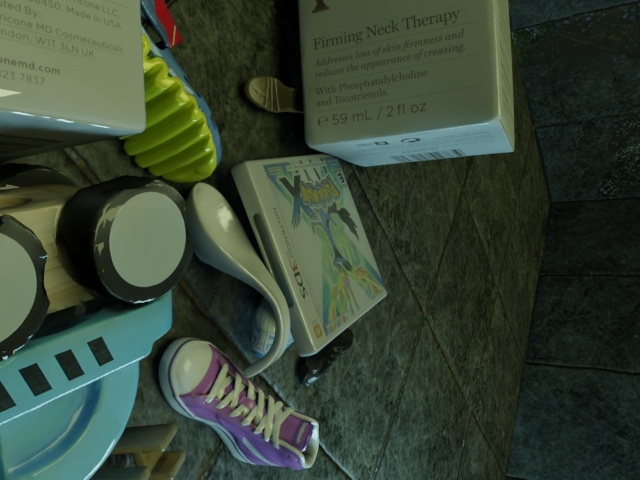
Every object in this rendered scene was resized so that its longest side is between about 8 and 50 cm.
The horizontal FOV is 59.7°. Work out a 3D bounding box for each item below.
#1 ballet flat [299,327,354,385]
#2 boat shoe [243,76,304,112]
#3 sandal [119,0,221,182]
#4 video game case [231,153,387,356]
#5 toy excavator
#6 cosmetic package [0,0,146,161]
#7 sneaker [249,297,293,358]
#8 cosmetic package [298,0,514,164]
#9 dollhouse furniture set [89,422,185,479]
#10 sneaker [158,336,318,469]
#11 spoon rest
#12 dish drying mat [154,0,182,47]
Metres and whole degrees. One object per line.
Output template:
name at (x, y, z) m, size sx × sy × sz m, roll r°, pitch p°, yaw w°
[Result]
ballet flat at (0.009, 0.211, 1.057) m, size 0.173 × 0.057 × 0.049 m, roll -32°, pitch 155°, yaw -52°
boat shoe at (-0.078, -0.244, 0.948) m, size 0.153 × 0.048 × 0.056 m, roll -11°, pitch 103°, yaw -50°
sandal at (-0.209, -0.211, 0.673) m, size 0.138 × 0.126 × 0.318 m, roll -81°, pitch 154°, yaw -47°
video game case at (0.000, 0.000, 0.954) m, size 0.329 × 0.036 × 0.300 m, roll -23°, pitch 93°, yaw -63°
toy excavator at (-0.304, 0.183, 0.444) m, size 0.432 × 0.222 × 0.446 m, roll -22°, pitch 115°, yaw -54°
cosmetic package at (-0.276, -0.302, 0.428) m, size 0.161 × 0.229 × 0.454 m, roll -3°, pitch 91°, yaw -56°
sneaker at (-0.053, 0.111, 0.941) m, size 0.086 × 0.085 × 0.237 m, roll -62°, pitch 172°, yaw 32°
cosmetic package at (0.169, -0.359, 1.023) m, size 0.327 × 0.329 × 0.394 m, roll -1°, pitch 88°, yaw -67°
dollhouse furniture set at (-0.245, 0.361, 0.605) m, size 0.242 × 0.160 × 0.212 m, roll -62°, pitch 142°, yaw -71°
sneaker at (-0.093, 0.232, 0.785) m, size 0.282 × 0.160 × 0.102 m, roll 56°, pitch 46°, yaw -38°
spoon rest at (-0.111, 0.045, 0.777) m, size 0.137 × 0.084 × 0.277 m, roll -2°, pitch 70°, yaw -78°
dish drying mat at (-0.217, -0.308, 0.762) m, size 0.032 × 0.008 × 0.083 m, roll -54°, pitch 131°, yaw -43°
